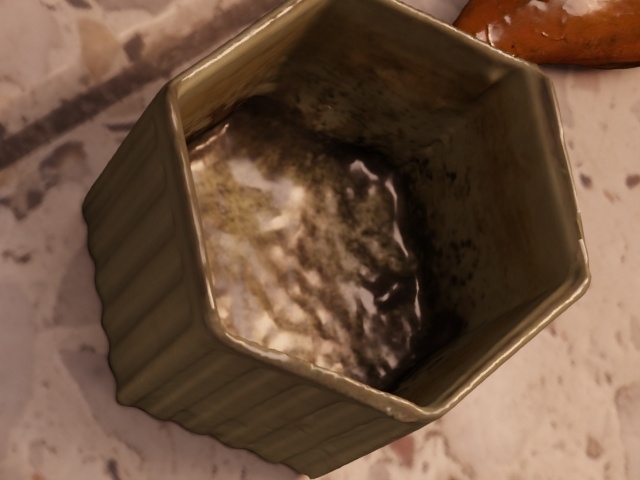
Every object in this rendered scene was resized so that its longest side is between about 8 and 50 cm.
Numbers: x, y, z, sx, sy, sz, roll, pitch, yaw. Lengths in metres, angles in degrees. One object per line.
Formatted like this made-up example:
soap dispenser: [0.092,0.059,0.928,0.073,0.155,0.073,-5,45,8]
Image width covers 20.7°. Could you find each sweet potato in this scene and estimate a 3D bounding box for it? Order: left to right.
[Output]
sweet potato: [0.215,-0.170,1.108,0.359,0.112,0.112,-21,82,-22]

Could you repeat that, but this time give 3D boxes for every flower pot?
flower pot: [0.000,0.000,0.930,0.239,0.189,0.209,23,67,-14]
